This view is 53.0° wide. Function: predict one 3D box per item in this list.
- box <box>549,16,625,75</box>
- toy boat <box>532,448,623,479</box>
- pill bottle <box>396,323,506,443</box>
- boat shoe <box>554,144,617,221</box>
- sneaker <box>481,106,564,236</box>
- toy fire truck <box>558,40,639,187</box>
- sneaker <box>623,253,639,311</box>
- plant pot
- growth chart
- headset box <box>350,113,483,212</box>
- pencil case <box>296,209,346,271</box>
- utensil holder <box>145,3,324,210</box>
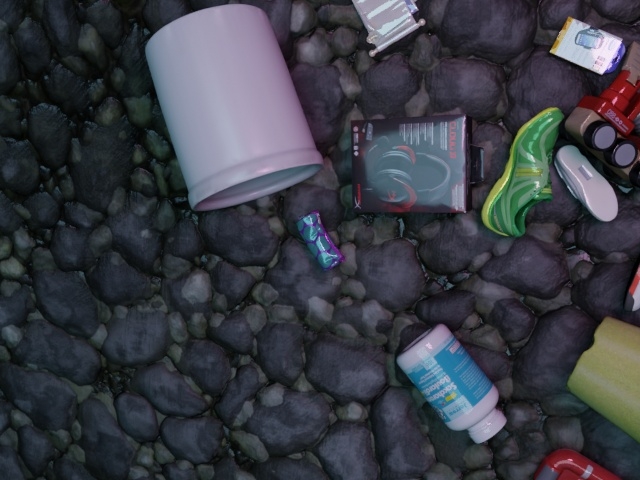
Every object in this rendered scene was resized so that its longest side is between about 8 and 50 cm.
[{"bbox_3d":[0.567,-0.407,1.356,0.136,0.028,0.081,29,106,12],"label":"box"},{"bbox_3d":[0.586,0.578,1.410,0.231,0.151,0.150,29,106,15],"label":"toy boat"},{"bbox_3d":[0.309,0.334,1.484,0.146,0.146,0.264,-42,82,20],"label":"pill bottle"},{"bbox_3d":[0.563,-0.118,1.377,0.066,0.063,0.184,-37,81,-3],"label":"boat shoe"},{"bbox_3d":[0.458,-0.140,1.379,0.124,0.110,0.295,36,118,36],"label":"sneaker"},{"bbox_3d":[0.630,-0.261,1.288,0.217,0.158,0.246,32,100,-20],"label":"toy fire truck"},{"bbox_3d":[0.736,0.044,1.318,0.145,0.090,0.269,21,101,19],"label":"sneaker"},{"bbox_3d":[0.659,0.290,1.308,0.254,0.276,0.275,30,107,27],"label":"plant pot"},{"bbox_3d":[0.149,-0.573,1.493,0.172,0.021,0.237,-22,89,21],"label":"growth chart"},{"bbox_3d":[0.225,-0.173,1.468,0.294,0.110,0.217,2,97,20],"label":"headset box"},{"bbox_3d":[0.000,0.000,1.599,0.070,0.064,0.151,-34,85,37],"label":"pencil case"},{"bbox_3d":[-0.202,-0.302,1.501,0.328,0.328,0.385,-19,88,22],"label":"utensil holder"}]
